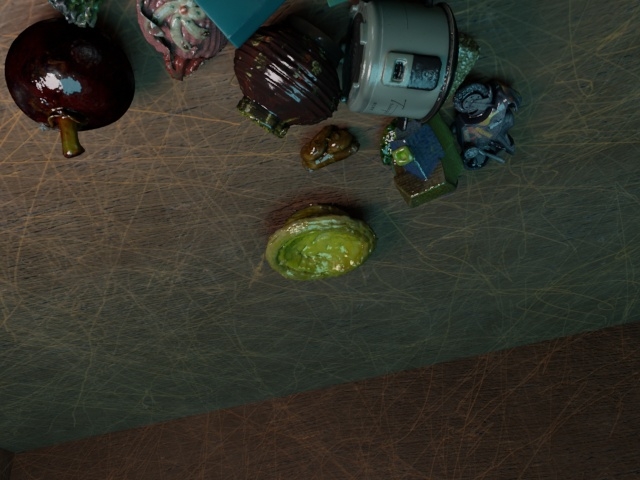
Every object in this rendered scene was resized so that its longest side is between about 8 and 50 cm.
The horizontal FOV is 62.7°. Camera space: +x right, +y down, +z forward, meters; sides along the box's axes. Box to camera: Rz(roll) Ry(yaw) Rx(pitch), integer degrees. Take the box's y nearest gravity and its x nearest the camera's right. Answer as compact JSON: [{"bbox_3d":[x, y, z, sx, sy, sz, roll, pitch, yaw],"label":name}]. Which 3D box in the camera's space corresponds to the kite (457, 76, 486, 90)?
[{"bbox_3d":[0.369,-0.384,1.299,0.078,0.002,0.044,-6,143,-5],"label":"kite"}]

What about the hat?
[{"bbox_3d":[-0.245,-0.422,1.015,0.237,0.107,0.286,-12,154,-34],"label":"hat"}]

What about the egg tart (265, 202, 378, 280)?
[{"bbox_3d":[0.000,0.000,1.616,0.346,0.132,0.345,-6,143,-4],"label":"egg tart"}]

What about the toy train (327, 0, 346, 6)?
[{"bbox_3d":[0.097,-0.510,0.946,0.248,0.159,0.101,-19,148,9],"label":"toy train"}]

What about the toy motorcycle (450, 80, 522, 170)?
[{"bbox_3d":[0.429,-0.298,1.345,0.173,0.108,0.307,-21,144,7],"label":"toy motorcycle"}]

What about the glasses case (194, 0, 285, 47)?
[{"bbox_3d":[-0.075,-0.481,0.913,0.301,0.117,0.070,-42,167,10],"label":"glasses case"}]

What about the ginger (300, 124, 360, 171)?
[{"bbox_3d":[0.018,-0.244,1.352,0.162,0.073,0.103,-21,156,5],"label":"ginger"}]

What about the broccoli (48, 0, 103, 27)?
[{"bbox_3d":[-0.346,-0.500,0.894,0.304,0.145,0.165,-29,145,5],"label":"broccoli"}]

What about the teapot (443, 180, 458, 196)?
[{"bbox_3d":[0.311,-0.206,1.459,0.116,0.148,0.145,-36,137,-27],"label":"teapot"}]

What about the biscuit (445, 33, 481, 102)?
[{"bbox_3d":[0.295,-0.393,1.214,0.082,0.070,0.168,18,139,-12],"label":"biscuit"}]

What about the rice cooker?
[{"bbox_3d":[0.167,-0.368,1.080,0.227,0.241,0.280,3,115,-11],"label":"rice cooker"}]

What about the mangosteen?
[{"bbox_3d":[-0.485,-0.285,1.016,0.236,0.261,0.235,-5,164,-2],"label":"mangosteen"}]

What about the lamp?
[{"bbox_3d":[-0.070,-0.330,1.084,0.247,0.246,0.247,-6,143,-5],"label":"lamp"}]

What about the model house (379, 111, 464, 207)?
[{"bbox_3d":[0.232,-0.199,1.306,0.195,0.189,0.214,-20,113,26],"label":"model house"}]
